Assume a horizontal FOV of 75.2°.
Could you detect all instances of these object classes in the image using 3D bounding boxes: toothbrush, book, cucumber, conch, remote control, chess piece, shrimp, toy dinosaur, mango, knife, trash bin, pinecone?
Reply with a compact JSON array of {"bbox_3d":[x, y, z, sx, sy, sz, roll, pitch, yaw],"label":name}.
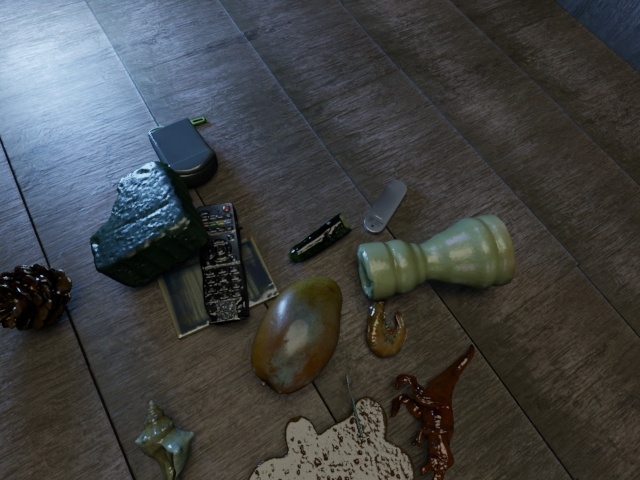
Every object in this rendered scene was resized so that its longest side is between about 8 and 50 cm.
[{"bbox_3d":[0.093,0.449,1.138,0.014,0.011,0.167,-4,57,-16],"label":"toothbrush"},{"bbox_3d":[-0.320,0.138,1.292,0.323,0.018,0.228,-22,68,-15],"label":"book"},{"bbox_3d":[-0.001,-0.001,1.363,0.241,0.074,0.074,-36,73,-17],"label":"cucumber"},{"bbox_3d":[-0.378,0.515,1.055,0.234,0.137,0.114,49,40,4],"label":"conch"},{"bbox_3d":[-0.299,0.064,1.285,0.145,0.062,0.398,-8,63,-10],"label":"remote control"},{"bbox_3d":[0.343,0.062,1.299,0.443,0.234,0.233,-9,66,-5],"label":"chess piece"},{"bbox_3d":[0.200,0.265,1.278,0.133,0.052,0.187,13,68,-21],"label":"shrimp"},{"bbox_3d":[0.306,0.440,1.168,0.208,0.097,0.432,17,56,11],"label":"toy dinosaur"},{"bbox_3d":[-0.050,0.247,1.177,0.222,0.198,0.384,26,53,14],"label":"mango"},{"bbox_3d":[0.231,-0.121,1.470,0.077,0.022,0.245,30,66,11],"label":"remote control"},{"bbox_3d":[-0.529,-0.425,1.539,0.212,0.015,0.054,-21,61,-14],"label":"knife"},{"bbox_3d":[-0.471,-0.297,1.439,0.177,0.101,0.236,-30,69,-16],"label":"trash bin"},{"bbox_3d":[-0.801,0.152,1.134,0.179,0.204,0.184,17,80,6],"label":"pinecone"}]

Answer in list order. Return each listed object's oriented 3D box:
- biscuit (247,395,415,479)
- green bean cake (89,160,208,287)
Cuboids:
[{"bbox_3d":[0.008,0.591,1.086,0.432,0.064,0.282,-21,62,-16],"label":"biscuit"},{"bbox_3d":[-0.526,-0.051,1.254,0.300,0.169,0.307,-31,61,-2],"label":"green bean cake"}]
